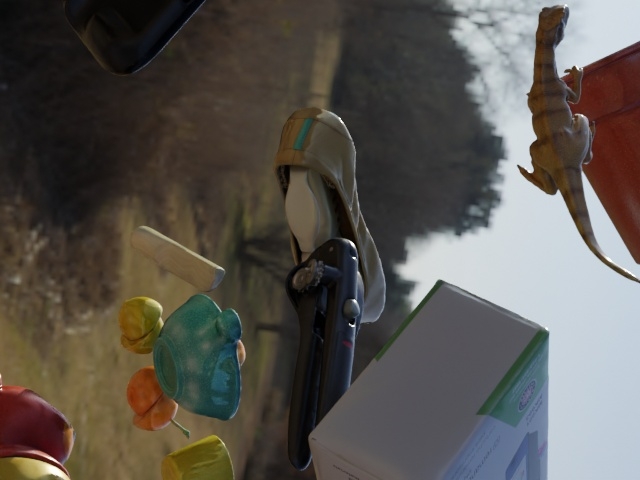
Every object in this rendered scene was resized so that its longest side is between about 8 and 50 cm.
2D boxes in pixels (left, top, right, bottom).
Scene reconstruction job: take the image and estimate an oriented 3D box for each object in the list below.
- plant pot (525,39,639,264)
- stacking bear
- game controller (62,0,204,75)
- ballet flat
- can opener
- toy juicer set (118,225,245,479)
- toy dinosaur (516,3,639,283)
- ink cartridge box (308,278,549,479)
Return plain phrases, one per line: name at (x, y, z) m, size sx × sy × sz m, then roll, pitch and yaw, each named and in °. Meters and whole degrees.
plant pot at (0.440, -0.125, 1.706) m, size 0.272 × 0.272 × 0.265 m, roll -87°, pitch 152°, yaw -88°
stacking bear at (-0.289, 0.262, 1.259) m, size 0.175 × 0.164 × 0.289 m, roll 90°, pitch -11°, yaw -46°
game controller at (-0.123, -0.305, 1.294) m, size 0.319 × 0.166 × 0.067 m, roll -47°, pitch 145°, yaw 8°
ballet flat at (0.000, 0.000, 1.100) m, size 0.073 × 0.080 × 0.232 m, roll -64°, pitch 149°, yaw -44°
can opener at (0.006, 0.081, 0.990) m, size 0.059 × 0.073 × 0.186 m, roll -33°, pitch -142°, yaw 41°
toy juicer set at (-0.139, 0.102, 1.415) m, size 0.209 × 0.090 × 0.329 m, roll 49°, pitch -39°, yaw 44°
toy dinosaur at (0.172, -0.059, 0.954) m, size 0.112 × 0.064 × 0.211 m, roll 34°, pitch 43°, yaw -77°
ink cartridge box at (0.081, 0.158, 0.905) m, size 0.154 × 0.093 × 0.212 m, roll -48°, pitch 149°, yaw -31°
